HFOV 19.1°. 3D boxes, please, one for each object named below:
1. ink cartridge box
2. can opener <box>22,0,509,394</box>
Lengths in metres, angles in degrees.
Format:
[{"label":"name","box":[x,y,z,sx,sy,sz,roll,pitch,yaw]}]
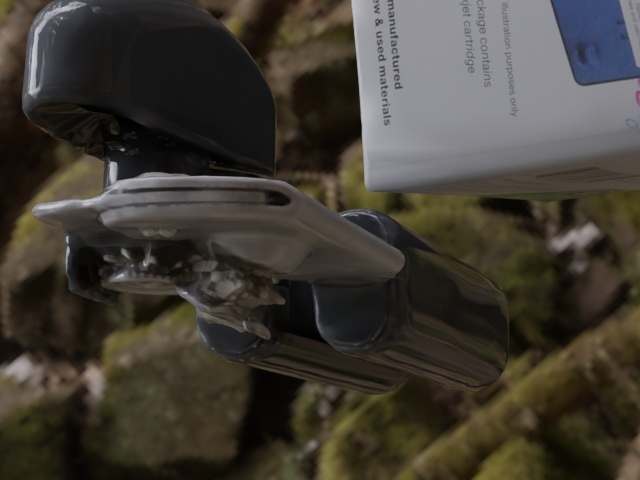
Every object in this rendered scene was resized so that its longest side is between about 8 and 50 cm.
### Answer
[{"label":"ink cartridge box","box":[0.138,-0.069,0.632,0.212,0.093,0.154,-6,-4,30]},{"label":"can opener","box":[0.000,0.000,0.590,0.074,0.093,0.280,-2,-14,19]}]
